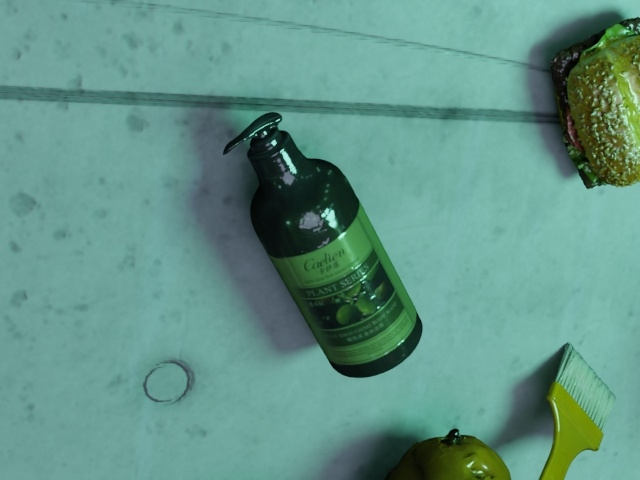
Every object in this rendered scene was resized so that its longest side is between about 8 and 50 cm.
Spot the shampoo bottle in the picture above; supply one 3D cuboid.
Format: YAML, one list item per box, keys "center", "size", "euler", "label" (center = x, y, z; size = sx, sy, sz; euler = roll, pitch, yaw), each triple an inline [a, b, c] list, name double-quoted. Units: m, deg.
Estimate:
- center: [0.000, 0.000, 1.509]
  size: [0.101, 0.101, 0.284]
  euler: [-31, 121, -4]
  label: "shampoo bottle"

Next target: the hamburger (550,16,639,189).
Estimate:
- center: [0.300, -0.131, 1.567]
  size: [0.137, 0.087, 0.166]
  euler: [-26, 120, -8]
  label: "hamburger"

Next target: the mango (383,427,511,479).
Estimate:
- center: [0.115, 0.314, 1.662]
  size: [0.151, 0.156, 0.248]
  euler: [22, 109, -13]
  label: "mango"

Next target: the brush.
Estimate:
- center: [0.242, 0.245, 1.676]
  size: [0.103, 0.013, 0.272]
  euler: [48, 55, -31]
  label: "brush"
